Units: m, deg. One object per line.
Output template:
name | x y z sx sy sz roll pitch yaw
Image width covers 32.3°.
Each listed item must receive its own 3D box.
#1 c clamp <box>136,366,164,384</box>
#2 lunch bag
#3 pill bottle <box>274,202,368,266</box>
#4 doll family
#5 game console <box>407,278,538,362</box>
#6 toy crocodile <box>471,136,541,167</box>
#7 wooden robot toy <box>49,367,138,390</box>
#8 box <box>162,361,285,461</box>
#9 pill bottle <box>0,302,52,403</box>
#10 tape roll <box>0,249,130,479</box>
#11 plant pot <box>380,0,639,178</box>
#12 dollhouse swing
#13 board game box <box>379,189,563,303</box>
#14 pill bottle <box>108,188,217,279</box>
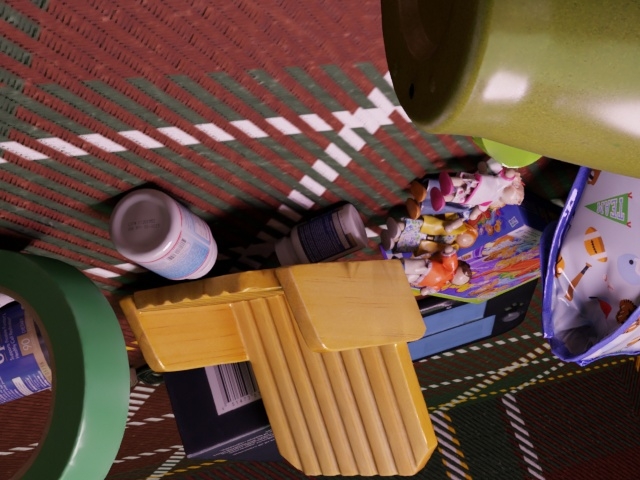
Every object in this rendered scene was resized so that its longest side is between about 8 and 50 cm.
c clamp | -0.271 0.241 2.052 0.137 0.022 0.161 -15 164 6
lunch bag | 0.508 -0.004 1.594 0.327 0.239 0.385 -7 126 -32
pill bottle | 0.000 0.000 1.533 0.120 0.067 0.067 -23 162 13
doll family | 0.190 -0.039 1.582 0.163 0.118 0.263 0 137 -29
game console | 0.257 0.177 2.318 0.386 0.060 0.342 -18 162 -4
toy crocodile | 0.324 -0.189 1.228 0.340 0.115 0.105 -33 115 15
wooden robot toy | -0.394 0.268 1.910 0.173 0.079 0.076 1 154 -45
box | -0.056 0.247 1.967 0.293 0.212 0.395 -24 161 14
pill bottle | -0.448 0.162 1.477 0.219 0.123 0.123 -19 162 -1
tape roll | -0.365 0.173 1.266 0.321 0.321 0.077 -27 159 24
plant pot | 0.240 -0.196 0.818 0.353 0.366 0.366 -2 158 -14
dollhouse swing | -0.054 0.199 1.535 0.347 0.305 0.315 -10 175 41
board game box | 0.284 0.014 1.834 0.233 0.078 0.347 -27 160 25
pill bottle | -0.181 -0.002 1.319 0.087 0.087 0.160 -22 162 9
